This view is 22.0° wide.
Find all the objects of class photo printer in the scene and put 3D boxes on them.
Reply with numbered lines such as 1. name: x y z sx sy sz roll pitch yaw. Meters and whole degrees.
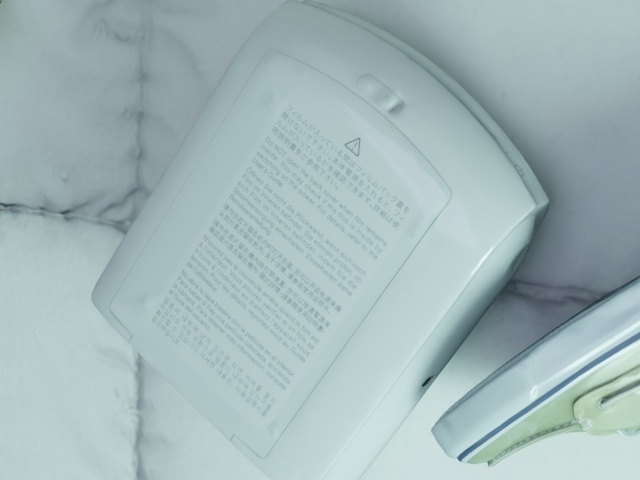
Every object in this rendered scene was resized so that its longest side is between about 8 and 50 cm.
1. photo printer: 0.000 0.000 1.185 0.256 0.107 0.307 41 116 16

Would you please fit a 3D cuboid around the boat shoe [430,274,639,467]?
1. boat shoe: 0.207 0.081 1.087 0.302 0.109 0.094 -36 83 27
